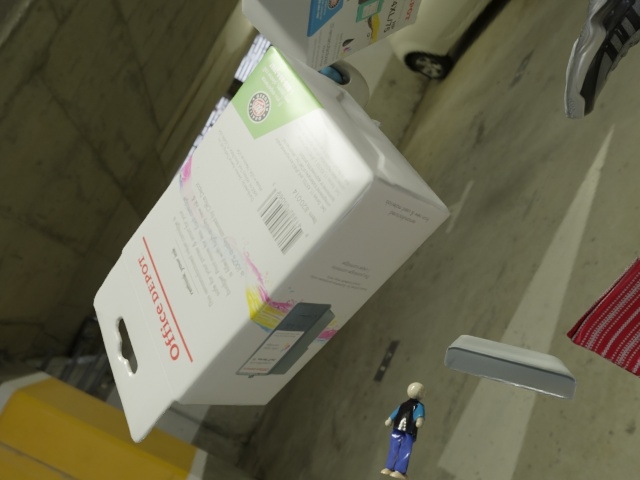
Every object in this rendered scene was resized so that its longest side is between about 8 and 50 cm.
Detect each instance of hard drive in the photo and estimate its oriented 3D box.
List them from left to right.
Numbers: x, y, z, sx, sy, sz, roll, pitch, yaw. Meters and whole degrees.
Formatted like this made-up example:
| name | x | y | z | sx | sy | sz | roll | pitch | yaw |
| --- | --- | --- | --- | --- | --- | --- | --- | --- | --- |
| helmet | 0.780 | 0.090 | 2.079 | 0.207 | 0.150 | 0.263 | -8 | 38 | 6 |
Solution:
| name | x | y | z | sx | sy | sz | roll | pitch | yaw |
| --- | --- | --- | --- | --- | --- | --- | --- | --- | --- |
| hard drive | 0.394 | 0.254 | 1.284 | 0.353 | 0.233 | 0.047 | 14 | -92 | -73 |

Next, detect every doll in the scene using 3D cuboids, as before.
| name | x | y | z | sx | sy | sz | roll | pitch | yaw |
| --- | --- | --- | --- | --- | --- | --- | --- | --- | --- |
| doll | 0.168 | 0.374 | 1.221 | 0.129 | 0.046 | 0.188 | -23 | 46 | 65 |

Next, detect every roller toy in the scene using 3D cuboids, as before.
| name | x | y | z | sx | sy | sz | roll | pitch | yaw |
| --- | --- | --- | --- | --- | --- | --- | --- | --- | --- |
| roller toy | 0.007 | -0.319 | 1.370 | 0.191 | 0.209 | 0.146 | 12 | 67 | 43 |

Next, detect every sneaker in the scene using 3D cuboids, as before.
| name | x | y | z | sx | sy | sz | roll | pitch | yaw |
| --- | --- | --- | --- | --- | --- | --- | --- | --- | --- |
| sneaker | 0.449 | -0.294 | 0.868 | 0.101 | 0.153 | 0.268 | -39 | -38 | -66 |

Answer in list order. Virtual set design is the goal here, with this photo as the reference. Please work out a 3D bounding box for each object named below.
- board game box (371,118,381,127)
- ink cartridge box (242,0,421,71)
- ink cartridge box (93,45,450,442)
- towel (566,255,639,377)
| name | x | y | z | sx | sy | sz | roll | pitch | yaw |
| --- | --- | --- | --- | --- | --- | --- | --- | --- | --- |
| board game box | 0.000 | 0.000 | 1.030 | 0.318 | 0.066 | 0.317 | -63 | -11 | -45 |
| ink cartridge box | 0.029 | -0.463 | 1.065 | 0.270 | 0.197 | 0.198 | -33 | -21 | -22 |
| ink cartridge box | -0.073 | 0.020 | 0.610 | 0.353 | 0.119 | 0.207 | -48 | 52 | 21 |
| towel | 0.582 | 0.161 | 1.004 | 0.198 | 0.275 | 0.031 | -61 | 0 | 30 |
